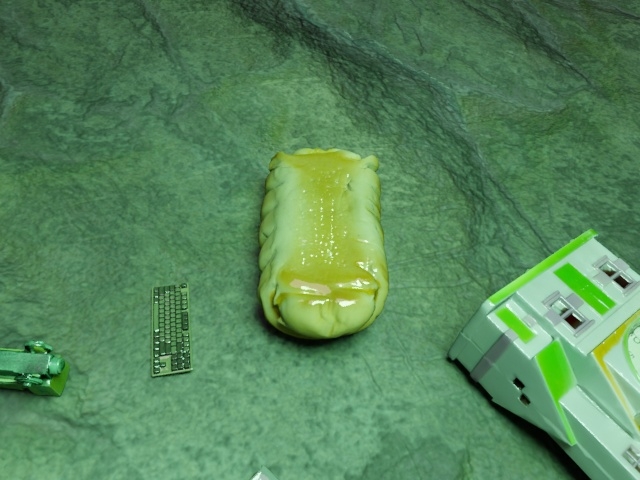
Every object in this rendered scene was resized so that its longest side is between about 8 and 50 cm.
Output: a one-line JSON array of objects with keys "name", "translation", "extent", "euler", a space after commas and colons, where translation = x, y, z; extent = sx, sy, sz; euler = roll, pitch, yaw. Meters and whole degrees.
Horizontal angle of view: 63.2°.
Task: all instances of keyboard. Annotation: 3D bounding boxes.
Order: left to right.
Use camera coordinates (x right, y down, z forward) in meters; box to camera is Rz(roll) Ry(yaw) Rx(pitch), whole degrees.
[{"name": "keyboard", "translation": [-0.189, 0.109, 0.660], "extent": [0.049, 0.015, 0.129], "euler": [-4, 52, -12]}]

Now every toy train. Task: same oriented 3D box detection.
[{"name": "toy train", "translation": [-0.338, 0.138, 0.569], "extent": [0.122, 0.081, 0.050], "euler": [5, 59, -4]}]

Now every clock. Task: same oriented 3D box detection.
[{"name": "clock", "translation": [0.354, 0.161, 0.609], "extent": [0.235, 0.166, 0.309], "euler": [-27, 61, -27]}]

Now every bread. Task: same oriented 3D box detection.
[{"name": "bread", "translation": [0.000, 0.000, 0.713], "extent": [0.173, 0.121, 0.311], "euler": [4, 50, -2]}]

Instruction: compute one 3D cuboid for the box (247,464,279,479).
[{"name": "box", "translation": [-0.032, 0.322, 0.496], "extent": [0.178, 0.035, 0.115], "euler": [37, 54, 21]}]
